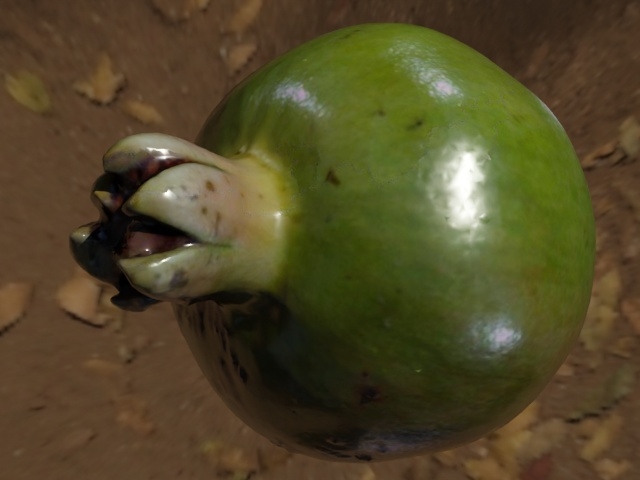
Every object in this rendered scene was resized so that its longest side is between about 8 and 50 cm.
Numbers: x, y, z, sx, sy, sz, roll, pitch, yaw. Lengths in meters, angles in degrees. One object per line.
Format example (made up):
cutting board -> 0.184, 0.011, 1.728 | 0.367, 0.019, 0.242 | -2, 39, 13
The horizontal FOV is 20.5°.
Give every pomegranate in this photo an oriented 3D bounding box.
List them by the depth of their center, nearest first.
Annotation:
pomegranate -> 0.014, -0.006, 0.693 | 0.179, 0.210, 0.179 | -7, 68, 19
